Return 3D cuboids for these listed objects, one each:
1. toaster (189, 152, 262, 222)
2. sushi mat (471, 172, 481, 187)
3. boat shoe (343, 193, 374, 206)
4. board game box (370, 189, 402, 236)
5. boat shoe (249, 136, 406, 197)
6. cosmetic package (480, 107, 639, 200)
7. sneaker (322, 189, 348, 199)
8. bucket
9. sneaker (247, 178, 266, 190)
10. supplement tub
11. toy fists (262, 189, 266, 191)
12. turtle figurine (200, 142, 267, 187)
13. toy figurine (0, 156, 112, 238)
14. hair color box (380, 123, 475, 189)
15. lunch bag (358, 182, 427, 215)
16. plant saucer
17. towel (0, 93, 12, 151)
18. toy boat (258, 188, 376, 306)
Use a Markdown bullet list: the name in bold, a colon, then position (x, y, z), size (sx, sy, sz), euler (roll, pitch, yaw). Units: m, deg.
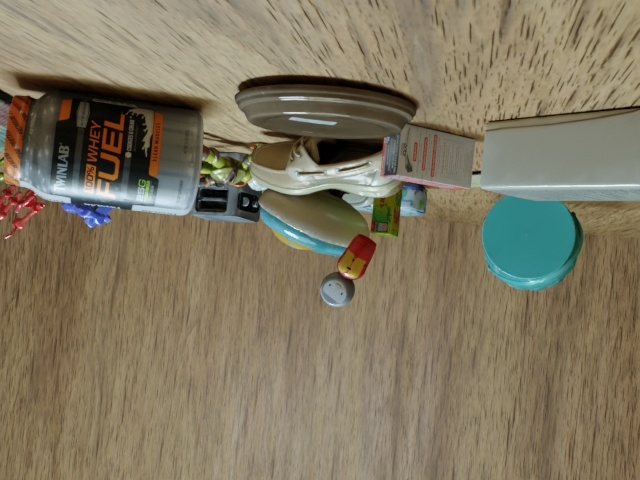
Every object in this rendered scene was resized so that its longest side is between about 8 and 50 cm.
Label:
- **toaster**: position (-0.244, -0.136, 1.960), size (0.186, 0.168, 0.110), euler (4, 175, 26)
- **sushi mat**: position (0.392, -0.146, 1.880), size (0.151, 0.019, 0.316), euler (8, 177, -32)
- **boat shoe**: position (0.062, -0.133, 1.894), size (0.097, 0.116, 0.324), euler (-4, -173, -32)
- **board game box**: position (0.137, -0.100, 1.551), size (0.043, 0.181, 0.092), euler (5, 178, 14)
- **boat shoe**: position (0.001, -0.163, 1.485), size (0.341, 0.121, 0.110), euler (5, 143, 29)
- **cosmetic package**: position (0.410, -0.121, 1.157), size (0.160, 0.113, 0.309), euler (7, 177, -40)
- **sneaker**: position (0.043, -0.140, 1.720), size (0.121, 0.112, 0.299), euler (7, 177, -26)
- **bucket**: position (0.568, -0.003, 2.098), size (0.281, 0.281, 0.183), euler (5, 174, 20)
- **sneaker**: position (-0.090, -0.167, 1.889), size (0.094, 0.081, 0.208), euler (-30, 173, 31)
- **supplement tub**: position (-0.372, -0.153, 1.346), size (0.316, 0.193, 0.193), euler (6, 178, -16)
- **toy fists**: position (-0.064, -0.146, 2.142), size (0.142, 0.096, 0.279), euler (6, 180, 30)
- **turtle figurine**: position (-0.231, -0.161, 1.741), size (0.269, 0.087, 0.217), euler (-14, 162, 41)
- **toy figurine**: position (-0.550, -0.093, 1.647), size (0.217, 0.191, 0.362), euler (38, -179, -40)
- **hair color box**: position (0.190, -0.146, 1.366), size (0.167, 0.093, 0.053), euler (8, 177, -32)
- **lunch bag**: position (0.184, -0.122, 2.169), size (0.219, 0.090, 0.176), euler (5, 179, 22)
- **plant saucer**: position (0.006, -0.192, 1.187), size (0.278, 0.041, 0.278), euler (5, 180, 0)
- **towel**: position (-0.728, -0.157, 1.477), size (0.370, 0.040, 0.271), euler (-31, 180, -1)
- **toy boat**: position (0.000, 0.000, 1.583), size (0.267, 0.148, 0.318), euler (19, -162, -34)
